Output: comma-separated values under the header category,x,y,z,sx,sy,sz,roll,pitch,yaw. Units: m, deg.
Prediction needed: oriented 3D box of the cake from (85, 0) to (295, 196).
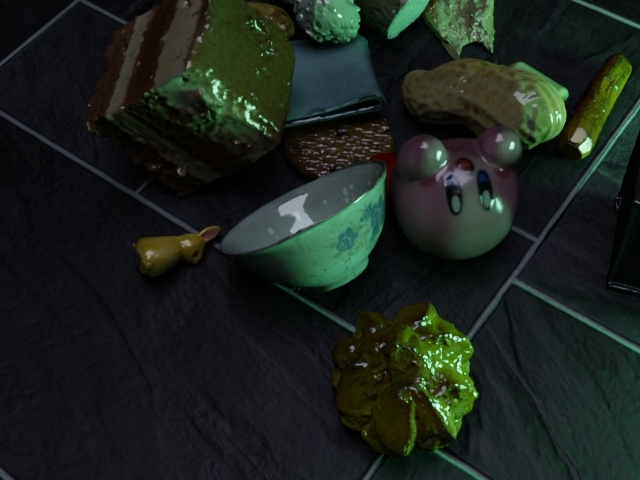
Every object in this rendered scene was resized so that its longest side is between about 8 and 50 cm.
category,x,y,z,sx,sy,sz,roll,pitch,yaw
cake,-0.226,-0.272,1.742,0.290,0.256,0.282,-21,48,41

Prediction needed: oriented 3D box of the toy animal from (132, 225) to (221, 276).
category,x,y,z,sx,sy,sz,roll,pitch,yaw
toy animal,-0.245,0.014,1.720,0.159,0.070,0.083,-18,16,-23

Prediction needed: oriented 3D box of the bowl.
category,x,y,z,sx,sy,sz,roll,pitch,yaw
bowl,0.000,0.000,1.645,0.313,0.313,0.146,-31,104,-16

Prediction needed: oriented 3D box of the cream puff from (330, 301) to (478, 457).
category,x,y,z,sx,sy,sz,roll,pitch,yaw
cream puff,0.125,0.210,1.511,0.244,0.196,0.244,-5,26,2

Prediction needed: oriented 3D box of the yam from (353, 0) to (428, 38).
category,x,y,z,sx,sy,sz,roll,pitch,yaw
yam,0.078,-0.530,2.032,0.330,0.133,0.133,36,65,28

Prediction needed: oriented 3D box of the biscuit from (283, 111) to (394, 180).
category,x,y,z,sx,sy,sz,roll,pitch,yaw
biscuit,0.034,-0.186,1.854,0.212,0.036,0.212,-3,55,4

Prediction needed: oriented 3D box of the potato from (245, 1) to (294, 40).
category,x,y,z,sx,sy,sz,roll,pitch,yaw
potato,-0.136,-0.447,2.015,0.171,0.080,0.107,14,43,14

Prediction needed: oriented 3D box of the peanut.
category,x,y,z,sx,sy,sz,roll,pitch,yaw
peanut,0.298,-0.257,1.813,0.325,0.153,0.140,13,36,30

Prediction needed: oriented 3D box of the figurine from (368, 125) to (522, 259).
category,x,y,z,sx,sy,sz,roll,pitch,yaw
figurine,0.230,-0.071,1.676,0.270,0.261,0.211,-6,87,-7

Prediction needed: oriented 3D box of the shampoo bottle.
category,x,y,z,sx,sy,sz,roll,pitch,yaw
shampoo bottle,0.393,-0.296,1.879,0.079,0.079,0.162,-40,62,-21

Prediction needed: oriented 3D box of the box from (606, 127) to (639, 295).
category,x,y,z,sx,sy,sz,roll,pitch,yaw
box,0.658,-0.029,1.579,0.345,0.251,0.204,15,59,13

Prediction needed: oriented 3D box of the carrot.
category,x,y,z,sx,sy,sz,roll,pitch,yaw
carrot,0.523,-0.255,1.852,0.070,0.070,0.260,26,61,19

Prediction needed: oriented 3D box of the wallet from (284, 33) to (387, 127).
category,x,y,z,sx,sy,sz,roll,pitch,yaw
wallet,-0.030,-0.311,1.906,0.291,0.054,0.251,-10,43,-2

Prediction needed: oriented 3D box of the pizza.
category,x,y,z,sx,sy,sz,roll,pitch,yaw
pizza,0.286,-0.472,2.031,0.181,0.034,0.262,-2,56,1

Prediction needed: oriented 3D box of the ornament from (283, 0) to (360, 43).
category,x,y,z,sx,sy,sz,roll,pitch,yaw
ornament,-0.031,-0.502,1.962,0.130,0.120,0.285,4,35,-46
